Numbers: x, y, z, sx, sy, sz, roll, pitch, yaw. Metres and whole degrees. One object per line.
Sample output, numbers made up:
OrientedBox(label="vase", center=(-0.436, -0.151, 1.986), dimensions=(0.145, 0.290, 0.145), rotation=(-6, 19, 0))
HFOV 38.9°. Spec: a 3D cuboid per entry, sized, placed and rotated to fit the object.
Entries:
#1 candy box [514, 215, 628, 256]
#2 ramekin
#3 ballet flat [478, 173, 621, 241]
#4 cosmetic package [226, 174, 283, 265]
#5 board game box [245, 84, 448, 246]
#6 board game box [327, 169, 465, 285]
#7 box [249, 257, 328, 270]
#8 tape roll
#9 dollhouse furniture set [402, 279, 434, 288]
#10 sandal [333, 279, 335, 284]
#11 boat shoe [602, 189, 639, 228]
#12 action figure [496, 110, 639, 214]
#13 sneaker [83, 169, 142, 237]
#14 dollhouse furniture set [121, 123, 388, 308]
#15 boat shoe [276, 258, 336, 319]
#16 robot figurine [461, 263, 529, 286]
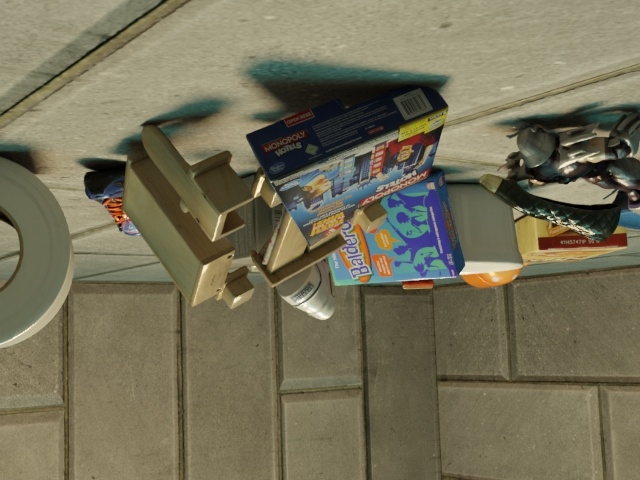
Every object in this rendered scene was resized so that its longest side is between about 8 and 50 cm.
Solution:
OrientedBox(label="candy box", center=(0.506, -0.006, 1.924), dimensions=(0.183, 0.087, 0.316), rotation=(-2, 173, -1))
OrientedBox(label="ramekin", center=(0.205, -0.013, 1.559), dimensions=(0.277, 0.135, 0.277), rotation=(-2, 174, 0))
OrientedBox(label="ballet flat", center=(0.273, -0.048, 1.084), dimensions=(0.173, 0.049, 0.057), rotation=(20, -165, -1))
OrientedBox(label="cosmetic package", center=(-0.129, -0.022, 1.419), dimensions=(0.107, 0.127, 0.238), rotation=(2, 171, -40))
OrientedBox(label="board game box", center=(0.024, -0.074, 0.950), dimensions=(0.194, 0.060, 0.194), rotation=(-23, 159, -13))
OrientedBox(label="board game box", center=(0.102, -0.016, 1.394), dimensions=(0.210, 0.160, 0.047), rotation=(-6, -158, 29))
OrientedBox(label="box", center=(0.000, 0.000, 1.726), dimensions=(0.275, 0.113, 0.094), rotation=(-3, 173, -5))
OrientedBox(label="tape roll", center=(-0.444, 0.020, 1.168), dimensions=(0.246, 0.246, 0.169), rotation=(0, 174, -15))
OrientedBox(label="dollhouse furniture set", center=(0.231, 0.026, 1.909), dimensions=(0.262, 0.135, 0.259), rotation=(-1, 174, -5))
OrientedBox(label="sandal", center=(0.040, 0.029, 2.112), dimensions=(0.086, 0.120, 0.303), rotation=(27, 168, -5))
OrientedBox(label="boat shoe", center=(0.490, -0.068, 1.408), dimensions=(0.109, 0.089, 0.258), rotation=(10, -179, 9))
OrientedBox(label="action figure", center=(0.342, -0.091, 1.100), dimensions=(0.285, 0.099, 0.185), rotation=(17, 172, -25))
OrientedBox(label="sneaker", center=(-0.266, -0.051, 1.284), dimensions=(0.083, 0.087, 0.221), rotation=(-4, 173, 13))
OrientedBox(label="dollhouse furniture set", center=(-0.056, -0.090, 1.169), dimensions=(0.356, 0.174, 0.303), rotation=(-29, 160, -29))
OrientedBox(label="boat shoe", center=(-0.032, 0.047, 1.438), dimensions=(0.095, 0.084, 0.258), rotation=(-39, -155, 13))
OrientedBox(label="robot figurine", center=(0.415, 0.051, 2.226), dimensions=(0.158, 0.128, 0.219), rotation=(38, 167, -6))
